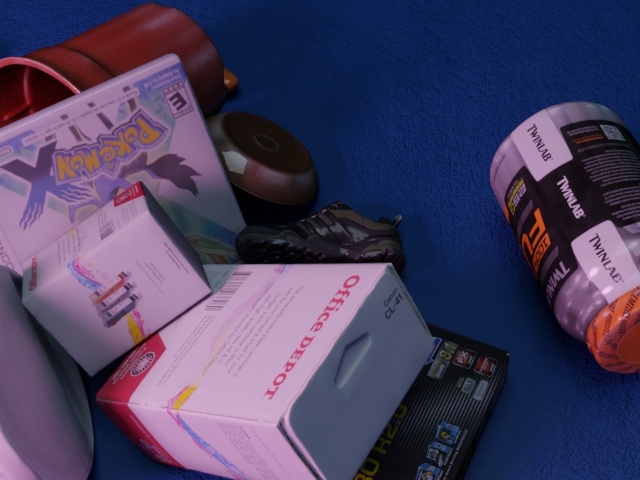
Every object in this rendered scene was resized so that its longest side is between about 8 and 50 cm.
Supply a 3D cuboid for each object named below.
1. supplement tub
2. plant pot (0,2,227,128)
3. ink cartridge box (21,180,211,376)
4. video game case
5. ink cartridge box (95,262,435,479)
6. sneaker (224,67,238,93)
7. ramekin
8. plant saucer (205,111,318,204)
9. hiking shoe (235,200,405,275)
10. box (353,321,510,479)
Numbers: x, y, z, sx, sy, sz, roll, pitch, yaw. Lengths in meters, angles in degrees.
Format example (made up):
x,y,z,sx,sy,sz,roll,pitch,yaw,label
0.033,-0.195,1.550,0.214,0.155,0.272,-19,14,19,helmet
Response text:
x,y,z,sx,sy,sz,roll,pitch,yaw,label
0.349,-0.007,1.155,0.194,0.193,0.316,-12,49,-6,supplement tub
-0.290,-0.197,1.347,0.272,0.272,0.265,24,47,23,plant pot
-0.241,0.043,1.093,0.176,0.127,0.128,-35,26,-1,ink cartridge box
-0.271,-0.033,1.173,0.329,0.300,0.036,-29,27,-19,video game case
-0.065,0.142,1.024,0.306,0.131,0.226,0,42,43,ink cartridge box
-0.205,-0.291,1.530,0.175,0.067,0.064,33,57,26,sneaker
-0.367,0.171,1.028,0.127,0.273,0.273,-22,50,3,ramekin
-0.083,-0.127,1.328,0.199,0.036,0.198,24,29,-14,plant saucer
0.000,0.000,1.262,0.227,0.086,0.114,6,43,-3,hiking shoe
0.072,0.209,1.080,0.216,0.060,0.270,20,54,20,box
